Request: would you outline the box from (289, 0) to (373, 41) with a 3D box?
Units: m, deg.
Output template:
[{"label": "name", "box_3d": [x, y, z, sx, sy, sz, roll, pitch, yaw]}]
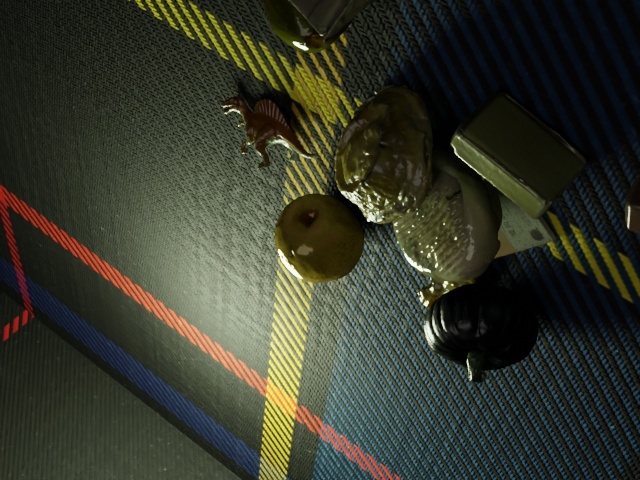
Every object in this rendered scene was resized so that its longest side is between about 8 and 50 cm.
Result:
[{"label": "box", "box_3d": [0.063, -0.441, 1.191, 0.190, 0.225, 0.297, 46, 146, -1]}]

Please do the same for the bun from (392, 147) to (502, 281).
[{"label": "bun", "box_3d": [0.209, -0.040, 1.540, 0.237, 0.116, 0.210, 64, 146, 32]}]

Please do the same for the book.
[{"label": "book", "box_3d": [0.292, -0.029, 1.575, 0.118, 0.012, 0.172, 53, 147, -9]}]

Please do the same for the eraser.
[{"label": "eraser", "box_3d": [0.284, -0.125, 1.385, 0.172, 0.117, 0.058, 41, 151, 8]}]

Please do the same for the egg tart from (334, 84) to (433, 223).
[{"label": "egg tart", "box_3d": [0.089, -0.136, 1.532, 0.252, 0.099, 0.231, 36, 119, 57]}]

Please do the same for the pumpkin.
[{"label": "pumpkin", "box_3d": [0.275, 0.149, 1.654, 0.194, 0.150, 0.194, 4, 122, 6]}]

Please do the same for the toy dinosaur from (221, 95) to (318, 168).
[{"label": "toy dinosaur", "box_3d": [-0.087, -0.210, 1.786, 0.212, 0.057, 0.142, -6, 103, 37]}]

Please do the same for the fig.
[{"label": "fig", "box_3d": [-0.014, -0.354, 1.441, 0.144, 0.165, 0.154, -13, 153, 17]}]

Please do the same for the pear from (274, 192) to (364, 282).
[{"label": "pear", "box_3d": [0.000, 0.000, 1.814, 0.178, 0.178, 0.178, 29, 144, 24]}]

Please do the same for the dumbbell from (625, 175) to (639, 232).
[{"label": "dumbbell", "box_3d": [0.518, -0.026, 1.260, 0.231, 0.092, 0.082, 19, 166, 34]}]

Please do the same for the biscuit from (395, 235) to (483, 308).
[{"label": "biscuit", "box_3d": [0.203, 0.060, 1.746, 0.174, 0.039, 0.183, 33, 144, 18]}]
